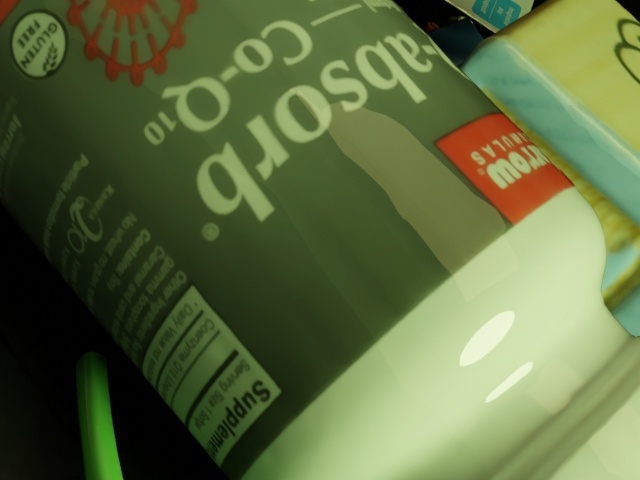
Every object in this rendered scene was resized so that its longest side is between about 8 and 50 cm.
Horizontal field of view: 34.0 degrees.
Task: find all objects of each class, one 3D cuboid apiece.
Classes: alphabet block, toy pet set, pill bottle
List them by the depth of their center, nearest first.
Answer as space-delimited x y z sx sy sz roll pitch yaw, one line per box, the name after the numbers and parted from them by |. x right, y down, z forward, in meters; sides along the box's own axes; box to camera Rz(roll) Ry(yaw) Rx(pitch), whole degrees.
0.000 0.000 0.501 0.363 0.210 0.210 48 37 11 | pill bottle
0.153 -0.026 0.677 0.192 0.193 0.197 45 36 6 | alphabet block
0.094 -0.179 0.897 0.122 0.065 0.114 2 50 -39 | toy pet set

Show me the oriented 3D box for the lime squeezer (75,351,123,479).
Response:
-0.040 0.170 0.416 0.110 0.059 0.310 -19 64 -49 | lime squeezer

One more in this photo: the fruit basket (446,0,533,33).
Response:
0.058 -0.341 0.935 0.353 0.165 0.327 29 37 0 | fruit basket
